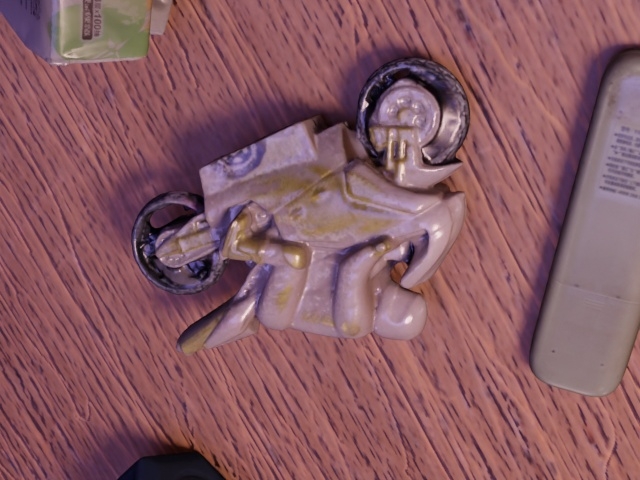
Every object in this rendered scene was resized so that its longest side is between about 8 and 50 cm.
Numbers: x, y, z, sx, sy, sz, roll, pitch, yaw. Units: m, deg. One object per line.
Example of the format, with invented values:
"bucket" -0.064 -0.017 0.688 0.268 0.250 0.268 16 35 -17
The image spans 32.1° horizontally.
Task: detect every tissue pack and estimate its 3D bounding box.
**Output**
"tissue pack" -0.175 -0.275 0.908 0.159 0.145 0.229 42 132 51

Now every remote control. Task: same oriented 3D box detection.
"remote control" 0.243 -0.004 0.920 0.090 0.038 0.309 14 116 13

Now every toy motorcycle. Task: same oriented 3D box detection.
"toy motorcycle" 0.000 0.000 0.972 0.341 0.108 0.223 -25 96 20

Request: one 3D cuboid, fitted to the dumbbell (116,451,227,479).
"dumbbell" -0.217 0.360 1.180 0.325 0.160 0.144 -44 62 28
